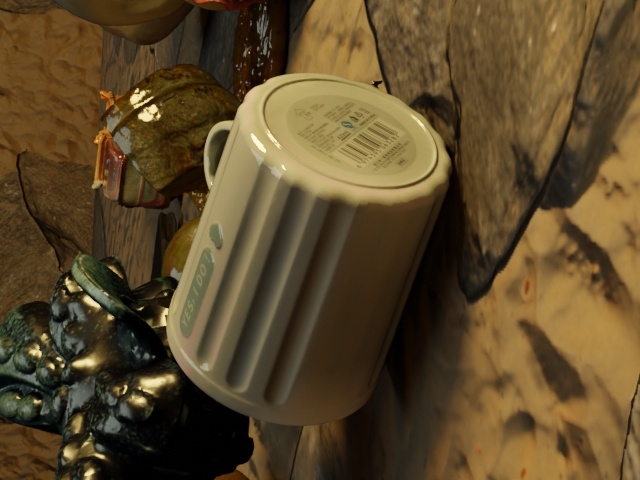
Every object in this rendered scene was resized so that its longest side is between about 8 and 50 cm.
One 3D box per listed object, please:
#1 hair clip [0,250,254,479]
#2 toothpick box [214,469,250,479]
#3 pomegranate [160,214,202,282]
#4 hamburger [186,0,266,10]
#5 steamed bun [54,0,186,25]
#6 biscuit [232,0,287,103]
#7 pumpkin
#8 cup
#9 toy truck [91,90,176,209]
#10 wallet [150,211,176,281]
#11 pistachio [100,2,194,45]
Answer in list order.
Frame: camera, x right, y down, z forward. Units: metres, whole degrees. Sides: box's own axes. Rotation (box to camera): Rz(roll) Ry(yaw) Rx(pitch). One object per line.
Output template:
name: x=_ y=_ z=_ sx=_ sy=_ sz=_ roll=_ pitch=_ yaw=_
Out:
hair clip: x=-0.159 y=0.128 z=0.918 sx=0.206 sy=0.194 sz=0.310 roll=-55 pitch=39 yaw=11
toothpick box: x=-0.104 y=0.308 z=1.049 sx=0.294 sy=0.192 sz=0.192 roll=-146 pitch=60 yaw=-78
pomegranate: x=-0.076 y=0.021 z=1.097 sx=0.152 sy=0.131 sz=0.191 roll=89 pitch=-163 yaw=-56
hamburger: x=-0.088 y=-0.320 z=1.128 sx=0.137 sy=0.175 sz=0.175 roll=-34 pitch=54 yaw=54
steamed bun: x=-0.250 y=-0.429 z=1.263 sx=0.255 sy=0.342 sz=0.368 roll=6 pitch=118 yaw=47
biscuit: x=-0.072 y=-0.214 z=1.275 sx=0.188 sy=0.027 sz=0.188 roll=-178 pitch=90 yaw=-73
pumpkin: x=-0.119 y=-0.094 z=1.250 sx=0.131 sy=0.126 sz=0.248 roll=47 pitch=-179 yaw=19
cup: x=-0.029 y=-0.011 z=0.808 sx=0.221 sy=0.167 sz=0.202 roll=34 pitch=129 yaw=17
toy truck: x=-0.303 y=-0.148 z=1.848 sx=0.270 sy=0.135 sz=0.114 roll=-117 pitch=34 yaw=-59
wallet: x=-0.223 y=0.099 z=1.708 sx=0.309 sy=0.042 sz=0.165 roll=-108 pitch=24 yaw=-52
pistachio: x=-0.251 y=-0.433 z=1.608 sx=0.230 sy=0.229 sz=0.309 roll=164 pitch=112 yaw=-72
